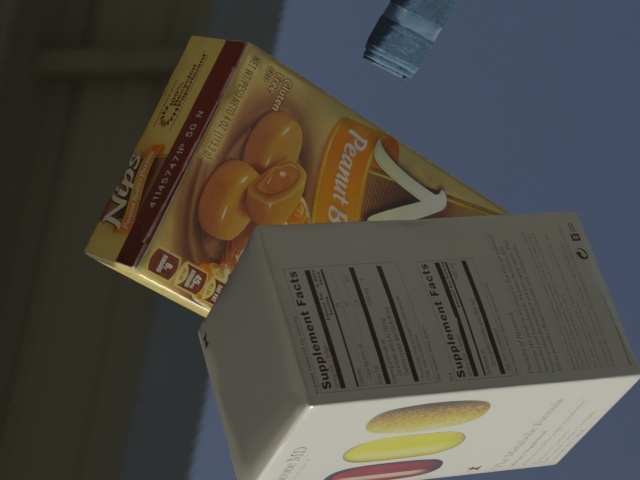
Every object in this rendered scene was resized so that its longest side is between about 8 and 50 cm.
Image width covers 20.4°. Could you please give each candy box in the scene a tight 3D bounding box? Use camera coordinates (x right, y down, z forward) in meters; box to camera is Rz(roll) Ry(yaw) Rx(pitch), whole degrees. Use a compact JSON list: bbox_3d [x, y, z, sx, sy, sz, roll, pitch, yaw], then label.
[{"bbox_3d":[0.000,0.000,1.344,0.087,0.316,0.183,17,-101,55],"label":"candy box"}]

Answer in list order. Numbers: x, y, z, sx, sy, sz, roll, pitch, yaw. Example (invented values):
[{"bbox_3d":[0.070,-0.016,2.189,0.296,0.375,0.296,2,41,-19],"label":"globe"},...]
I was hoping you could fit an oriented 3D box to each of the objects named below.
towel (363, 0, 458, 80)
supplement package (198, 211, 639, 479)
[{"bbox_3d":[0.090,-0.217,1.719,0.119,0.067,0.029,-59,-139,10],"label":"towel"},{"bbox_3d":[0.062,0.075,1.189,0.139,0.244,0.133,121,-41,-50],"label":"supplement package"}]
